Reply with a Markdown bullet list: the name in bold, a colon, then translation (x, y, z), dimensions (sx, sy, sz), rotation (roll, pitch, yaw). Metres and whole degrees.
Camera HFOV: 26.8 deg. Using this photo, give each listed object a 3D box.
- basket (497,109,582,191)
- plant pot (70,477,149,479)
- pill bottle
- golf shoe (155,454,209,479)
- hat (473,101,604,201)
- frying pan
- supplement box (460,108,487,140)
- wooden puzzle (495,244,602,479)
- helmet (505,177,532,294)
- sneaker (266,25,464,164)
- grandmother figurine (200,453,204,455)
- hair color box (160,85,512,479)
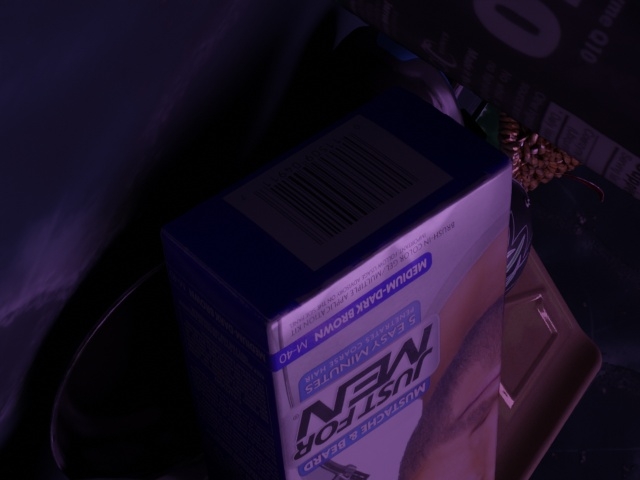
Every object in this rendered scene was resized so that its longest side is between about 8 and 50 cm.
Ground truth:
- **basket**: translation (0.229, -0.188, 1.291), dimensions (0.223, 0.213, 0.299), rotation (-26, 173, 8)
- **plant pot**: translation (-0.154, 0.358, 0.894), dimensions (0.341, 0.341, 0.334), rotation (-51, 177, -24)
- **pill bottle**: translation (0.183, -0.133, 0.710), dimensions (0.204, 0.361, 0.204), rotation (-53, 169, -15)
- **golf shoe**: translation (-0.049, 0.203, 1.076), dimensions (0.306, 0.140, 0.115), rotation (-35, 175, 20)
- **hat**: translation (0.293, -0.116, 1.740), dimensions (0.208, 0.184, 0.173), rotation (-44, 164, -48)
- **frying pan**: translation (-0.044, 0.052, 0.881), dimensions (0.326, 0.053, 0.197), rotation (-23, 139, -38)
- **supplement box**: translation (0.113, -0.091, 1.322), dimensions (0.083, 0.043, 0.055), rotation (-17, 147, -32)
- **wooden puzzle**: translation (0.118, 0.105, 1.395), dimensions (0.080, 0.348, 0.322), rotation (-6, -143, 52)
- **helmet**: translation (0.105, -0.001, 1.216), dimensions (0.169, 0.161, 0.169), rotation (-23, 132, -28)
- **sneaker**: translation (0.000, 0.000, 0.959), dimensions (0.140, 0.125, 0.341), rotation (-40, 160, -40)
- **grandmother figurine**: translation (-0.069, 0.279, 1.299), dimensions (0.342, 0.208, 0.104), rotation (72, 34, -53)
- **hair color box**: translation (0.020, 0.093, 0.861), dimensions (0.185, 0.110, 0.338), rotation (-33, 143, -25)
